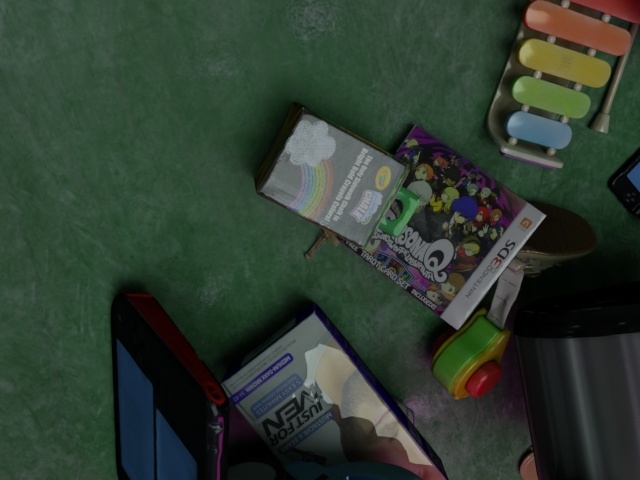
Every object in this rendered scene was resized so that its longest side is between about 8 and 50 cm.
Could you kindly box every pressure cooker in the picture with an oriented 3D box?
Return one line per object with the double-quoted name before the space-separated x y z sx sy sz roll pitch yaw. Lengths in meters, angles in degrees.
"pressure cooker" 0.510 0.281 1.104 0.370 0.375 0.420 -9 87 14

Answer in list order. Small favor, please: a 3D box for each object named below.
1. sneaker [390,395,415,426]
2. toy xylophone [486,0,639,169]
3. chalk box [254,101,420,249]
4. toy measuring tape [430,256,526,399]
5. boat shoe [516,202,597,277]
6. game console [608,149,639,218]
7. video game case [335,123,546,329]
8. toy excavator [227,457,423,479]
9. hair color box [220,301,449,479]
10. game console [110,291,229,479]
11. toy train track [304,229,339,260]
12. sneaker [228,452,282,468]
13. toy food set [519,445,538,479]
"sneaker" 0.064 0.395 1.238 0.161 0.102 0.282 28 102 -27
"toy xylophone" 0.376 -0.266 1.057 0.236 0.081 0.322 3 111 -17
"chalk box" 0.031 -0.082 0.988 0.213 0.132 0.132 28 99 -13
"toy measuring tape" 0.244 0.158 1.147 0.121 0.121 0.330 -8 136 -12
"boat shoe" 0.299 0.007 1.151 0.285 0.104 0.089 -2 145 -9
"game console" 0.577 -0.097 1.182 0.124 0.085 0.144 40 97 -26
"video game case" 0.173 -0.020 1.055 0.232 0.042 0.210 38 101 12
"toy excavator" 0.132 0.399 0.935 0.445 0.433 0.222 -12 102 -33
"hair color box" 0.023 0.287 1.108 0.185 0.110 0.339 -38 94 3
"game console" -0.215 0.292 0.984 0.060 0.342 0.386 -8 115 -28
"toy train track" 0.000 0.000 1.087 0.014 0.048 0.083 1 135 -51
"sneaker" -0.160 0.427 1.182 0.302 0.108 0.121 -33 121 1
"toy food set" 0.427 0.438 1.400 0.083 0.020 0.082 24 103 -23
